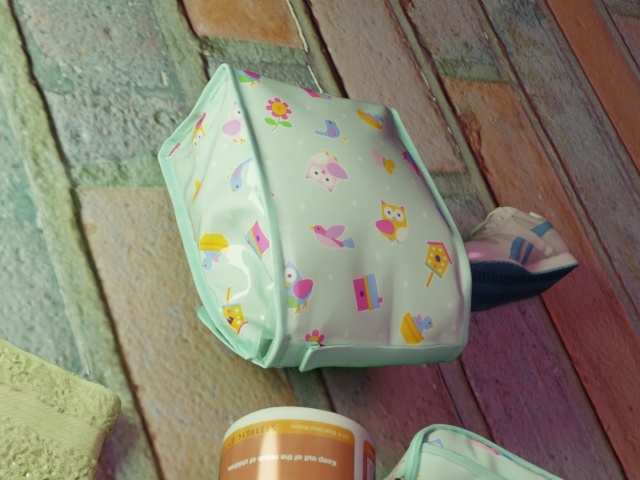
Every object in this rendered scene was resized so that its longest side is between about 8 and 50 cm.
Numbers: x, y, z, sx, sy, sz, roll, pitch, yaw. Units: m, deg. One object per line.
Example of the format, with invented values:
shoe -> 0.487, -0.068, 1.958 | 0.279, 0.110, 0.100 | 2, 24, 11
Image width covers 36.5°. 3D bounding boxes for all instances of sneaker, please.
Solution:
sneaker -> 0.194, 0.016, 1.078 | 0.228, 0.087, 0.092 | -2, 56, -50

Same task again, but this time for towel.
towel -> -0.216, 0.124, 0.677 | 0.148, 0.027, 0.110 | 31, 46, -21

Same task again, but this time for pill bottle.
pill bottle -> -0.021, 0.240, 0.694 | 0.121, 0.121, 0.216 | 25, 47, -26

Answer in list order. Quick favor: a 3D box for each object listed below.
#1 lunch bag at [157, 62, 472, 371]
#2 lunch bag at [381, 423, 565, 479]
lunch bag -> 0.000, 0.000, 0.859 | 0.223, 0.160, 0.262 | 6, 52, -39
lunch bag -> 0.161, 0.278, 0.781 | 0.279, 0.108, 0.224 | 28, 39, -1
